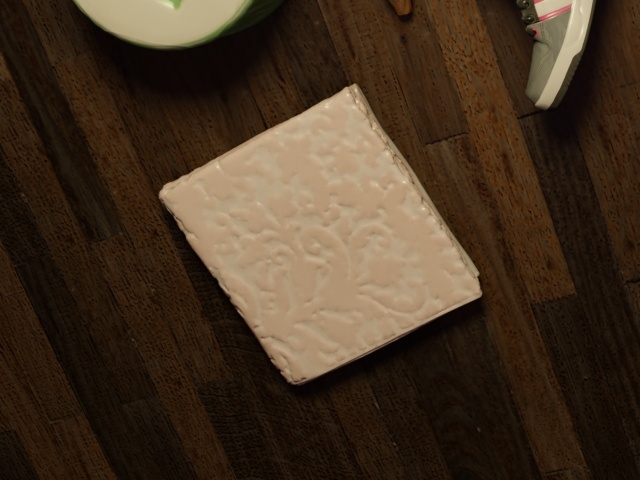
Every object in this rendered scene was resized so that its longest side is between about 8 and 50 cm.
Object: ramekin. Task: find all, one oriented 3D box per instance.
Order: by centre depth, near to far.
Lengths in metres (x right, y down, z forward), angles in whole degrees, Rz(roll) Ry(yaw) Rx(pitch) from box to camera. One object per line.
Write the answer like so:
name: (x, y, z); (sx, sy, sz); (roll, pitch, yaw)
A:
ramekin: (-0.173, -0.370, 1.537); (0.303, 0.148, 0.303); (5, 114, 12)

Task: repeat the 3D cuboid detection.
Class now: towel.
towel: (0.000, 0.000, 1.710); (0.317, 0.053, 0.331); (-28, 104, 22)

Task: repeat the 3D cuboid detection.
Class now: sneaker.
sneaker: (0.225, -0.302, 1.477); (0.178, 0.124, 0.295); (12, 108, 3)

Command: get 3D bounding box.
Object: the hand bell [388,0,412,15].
hand bell: (0.059, -0.371, 1.517); (0.126, 0.126, 0.242); (-12, 121, 19)
